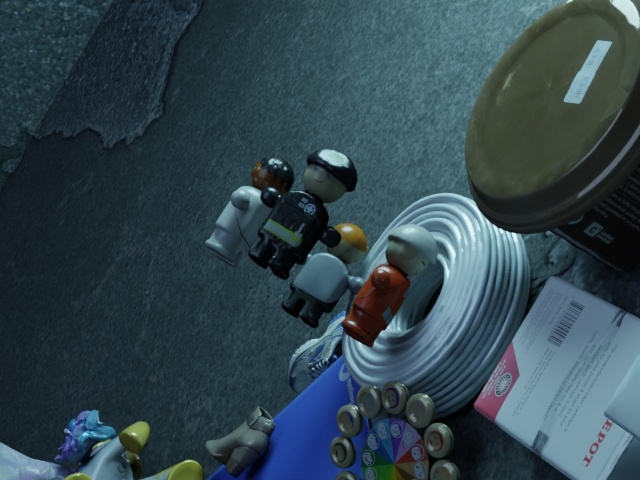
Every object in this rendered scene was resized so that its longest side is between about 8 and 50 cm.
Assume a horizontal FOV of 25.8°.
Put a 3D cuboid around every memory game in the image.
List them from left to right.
[{"bbox_3d":[0.076,0.243,1.509,0.186,0.012,0.186,-2,88,45],"label":"memory game"}]

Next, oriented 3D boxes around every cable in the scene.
[{"bbox_3d":[0.129,0.072,1.591,0.257,0.089,0.257,-47,31,22],"label":"cable"}]

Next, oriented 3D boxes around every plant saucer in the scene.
[{"bbox_3d":[0.238,-0.137,1.383,0.278,0.041,0.278,-38,35,33],"label":"plant saucer"}]

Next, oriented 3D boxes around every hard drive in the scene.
[{"bbox_3d":[-0.036,0.296,1.698,0.318,0.040,0.210,-44,32,26],"label":"hard drive"}]

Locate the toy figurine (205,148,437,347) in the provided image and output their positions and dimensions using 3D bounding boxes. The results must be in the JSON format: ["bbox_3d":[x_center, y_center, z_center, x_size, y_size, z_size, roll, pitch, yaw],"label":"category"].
[{"bbox_3d":[0.000,0.000,1.557,0.148,0.213,0.209,-57,25,-11],"label":"toy figurine"}]

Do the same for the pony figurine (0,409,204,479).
[{"bbox_3d":[-0.345,0.373,1.904,0.351,0.303,0.363,-38,7,-19],"label":"pony figurine"}]

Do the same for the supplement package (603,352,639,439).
[{"bbox_3d":[0.373,0.123,1.093,0.194,0.149,0.203,-58,29,3],"label":"supplement package"}]

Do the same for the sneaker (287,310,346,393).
[{"bbox_3d":[0.009,0.148,1.755,0.135,0.052,0.058,-49,34,20],"label":"sneaker"}]

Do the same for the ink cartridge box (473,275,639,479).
[{"bbox_3d":[0.264,0.145,1.308,0.158,0.092,0.218,-59,27,1],"label":"ink cartridge box"}]

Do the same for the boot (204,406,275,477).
[{"bbox_3d":[-0.098,0.248,1.764,0.087,0.042,0.118,-55,29,-4],"label":"boot"}]

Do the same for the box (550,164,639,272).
[{"bbox_3d":[0.368,-0.171,1.389,0.381,0.143,0.191,-47,31,26],"label":"box"}]
